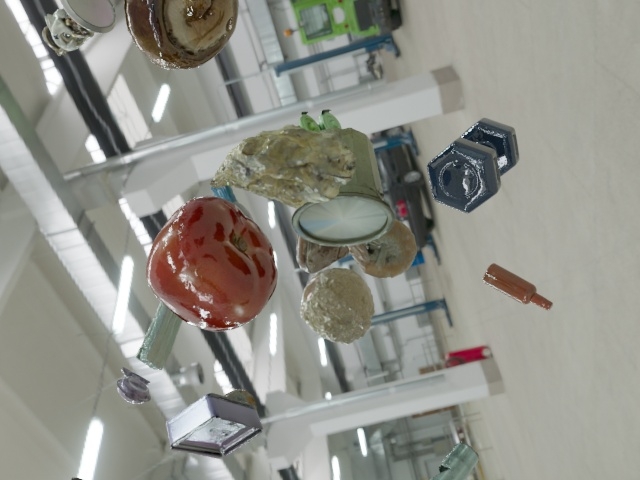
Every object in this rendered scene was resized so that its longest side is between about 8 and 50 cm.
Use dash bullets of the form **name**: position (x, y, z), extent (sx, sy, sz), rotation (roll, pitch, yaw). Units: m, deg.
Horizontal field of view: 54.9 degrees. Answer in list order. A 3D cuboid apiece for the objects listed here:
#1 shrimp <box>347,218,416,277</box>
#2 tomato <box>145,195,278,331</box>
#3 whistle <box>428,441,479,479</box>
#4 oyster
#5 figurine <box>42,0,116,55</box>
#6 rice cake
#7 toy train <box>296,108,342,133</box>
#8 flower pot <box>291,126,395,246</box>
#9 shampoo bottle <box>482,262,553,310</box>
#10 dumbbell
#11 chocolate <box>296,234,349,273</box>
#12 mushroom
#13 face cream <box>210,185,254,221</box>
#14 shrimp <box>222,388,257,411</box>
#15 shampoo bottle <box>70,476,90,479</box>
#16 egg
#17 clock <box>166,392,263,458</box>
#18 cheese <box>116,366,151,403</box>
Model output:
- **shrimp**: position (0.126, 0.014, 1.647), extent (0.077, 0.318, 0.168), rotation (-13, 74, 63)
- **tomato**: position (-0.236, 0.060, 1.322), extent (0.298, 0.226, 0.298), rotation (47, -157, -28)
- **whistle**: position (0.214, 0.534, 1.236), extent (0.062, 0.312, 0.062), rotation (32, 143, 28)
- **oyster**: position (-0.052, -0.116, 0.933), extent (0.072, 0.209, 0.132), rotation (-59, -14, -77)
- **figurine**: position (-0.533, -0.468, 1.324), extent (0.132, 0.154, 0.132), rotation (29, -132, -38)
- **rice cake**: position (-0.417, 0.234, 1.639), extent (0.124, 0.038, 0.211), rotation (71, -149, -61)
- **toy train**: position (-0.018, -0.267, 1.806), extent (0.272, 0.159, 0.188), rotation (-23, -95, -57)
- **flower pot**: position (0.050, -0.117, 1.302), extent (0.212, 0.213, 0.202), rotation (67, -158, -58)
- **shampoo bottle**: position (0.683, 0.168, 2.125), extent (0.244, 0.085, 0.085), rotation (32, 164, 25)
- **dumbbell**: position (0.353, -0.177, 1.396), extent (0.144, 0.160, 0.325), rotation (48, -146, 1)
- **chocolate**: position (-0.001, -0.002, 1.882), extent (0.254, 0.080, 0.156), rotation (-25, -54, -52)
- **mushroom**: position (-0.267, -0.459, 1.209), extent (0.153, 0.253, 0.253), rotation (33, 162, 29)
- **face cream**: position (-0.257, -0.037, 1.989), extent (0.163, 0.080, 0.336), rotation (-57, -55, -72)
- **shrimp**: position (-0.263, 0.528, 1.859), extent (0.187, 0.133, 0.051), rotation (-72, -29, -44)
- **shampoo bottle**: position (-0.415, 0.630, 1.427), extent (0.125, 0.351, 0.084), rotation (118, 168, -53)
- **egg**: position (0.061, 0.226, 2.156), extent (0.310, 0.279, 0.279), rotation (53, -159, -53)
- **clock**: position (-0.244, 0.435, 1.433), extent (0.193, 0.145, 0.073), rotation (39, -160, -52)
- **cheese**: position (-0.520, 0.410, 1.723), extent (0.105, 0.042, 0.191), rotation (32, -179, -14)
